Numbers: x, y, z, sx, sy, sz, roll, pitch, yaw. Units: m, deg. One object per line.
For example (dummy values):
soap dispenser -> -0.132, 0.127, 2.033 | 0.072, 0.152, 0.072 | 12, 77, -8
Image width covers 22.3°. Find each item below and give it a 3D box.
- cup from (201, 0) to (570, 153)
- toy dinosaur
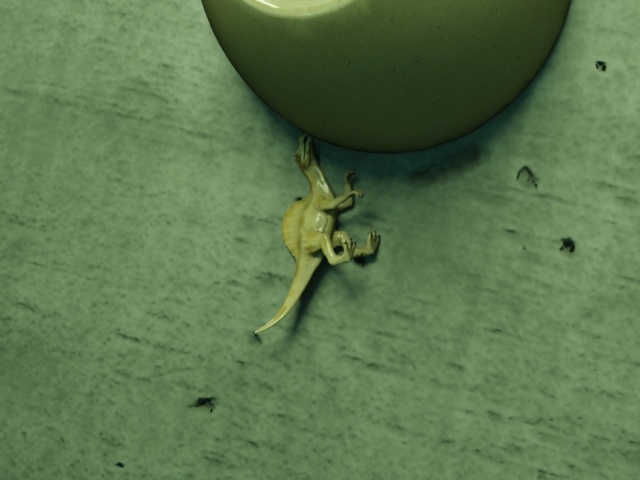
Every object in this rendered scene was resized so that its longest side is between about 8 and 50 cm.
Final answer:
cup -> 0.024, -0.248, 1.341 | 0.331, 0.237, 0.331 | -1, 87, 20
toy dinosaur -> 0.000, 0.000, 1.446 | 0.092, 0.053, 0.183 | 4, 81, 35
